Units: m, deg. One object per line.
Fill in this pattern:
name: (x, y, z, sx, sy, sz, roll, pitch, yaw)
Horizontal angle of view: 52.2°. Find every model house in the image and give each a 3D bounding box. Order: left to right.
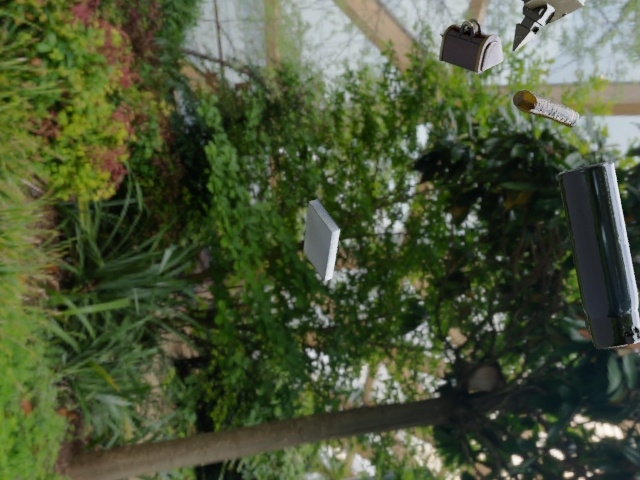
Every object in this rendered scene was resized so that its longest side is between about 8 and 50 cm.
model house: (0.545, -0.606, 1.668, 0.176, 0.180, 0.248, 42, -67, 31)

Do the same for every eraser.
eraser: (0.000, 0.000, 1.395, 0.104, 0.023, 0.151, 54, -30, 36)

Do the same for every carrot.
carrot: (0.705, -0.409, 2.035, 0.070, 0.260, 0.070, -24, -119, 53)

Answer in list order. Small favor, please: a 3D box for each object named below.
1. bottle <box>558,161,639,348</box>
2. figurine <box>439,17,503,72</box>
bottle: (0.372, 0.022, 0.870, 0.082, 0.072, 0.245, -12, -91, 63)
figurine: (0.317, -0.435, 1.420, 0.154, 0.082, 0.098, 38, -30, 41)
